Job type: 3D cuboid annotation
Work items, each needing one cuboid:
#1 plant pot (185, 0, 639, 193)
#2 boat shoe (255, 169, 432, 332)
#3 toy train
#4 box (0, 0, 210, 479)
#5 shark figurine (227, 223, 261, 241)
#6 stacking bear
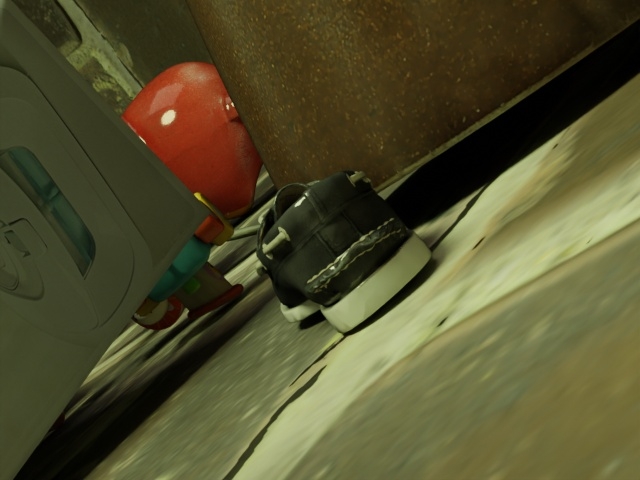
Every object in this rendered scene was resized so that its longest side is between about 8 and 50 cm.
[{"bbox_3d":[0.017,-0.157,0.581,0.215,0.230,0.215,-34,3,2],"label":"plant pot"},{"bbox_3d":[0.000,0.000,0.483,0.046,0.038,0.125,-40,5,-1],"label":"boat shoe"},{"bbox_3d":[-0.093,0.043,0.751,0.125,0.046,0.166,-50,11,-35],"label":"toy train"},{"bbox_3d":[-0.208,0.058,0.632,0.262,0.127,0.231,-27,24,46],"label":"box"},{"bbox_3d":[-0.125,-0.014,0.965,0.166,0.116,0.278,-16,-10,-11],"label":"shark figurine"},{"bbox_3d":[-0.164,-0.020,1.204,0.289,0.164,0.175,-35,5,-6],"label":"stacking bear"}]
